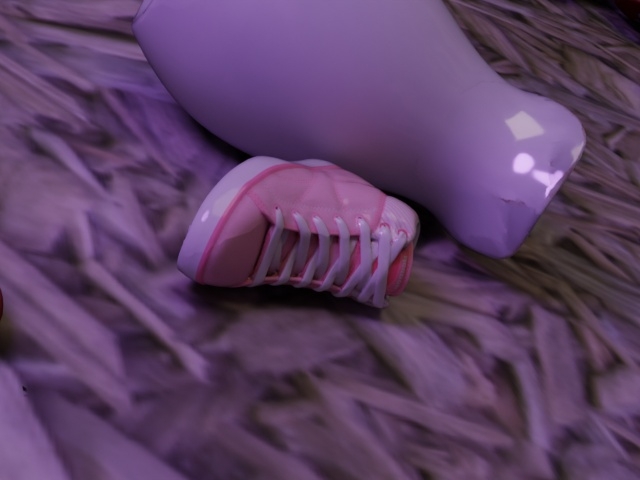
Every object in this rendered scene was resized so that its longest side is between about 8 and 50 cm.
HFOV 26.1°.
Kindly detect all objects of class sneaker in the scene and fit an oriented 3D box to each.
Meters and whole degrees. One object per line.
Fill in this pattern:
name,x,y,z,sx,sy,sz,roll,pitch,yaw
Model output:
sneaker,0.000,0.000,0.575,0.070,0.051,0.134,30,20,19

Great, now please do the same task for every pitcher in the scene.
pitcher,0.011,-0.087,0.699,0.207,0.125,0.178,31,2,-15

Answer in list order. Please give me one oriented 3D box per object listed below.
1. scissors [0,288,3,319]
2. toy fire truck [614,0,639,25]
scissors,-0.200,0.030,0.366,0.109,0.021,0.297,36,27,13
toy fire truck,0.302,-0.307,1.374,0.302,0.169,0.254,28,1,1
